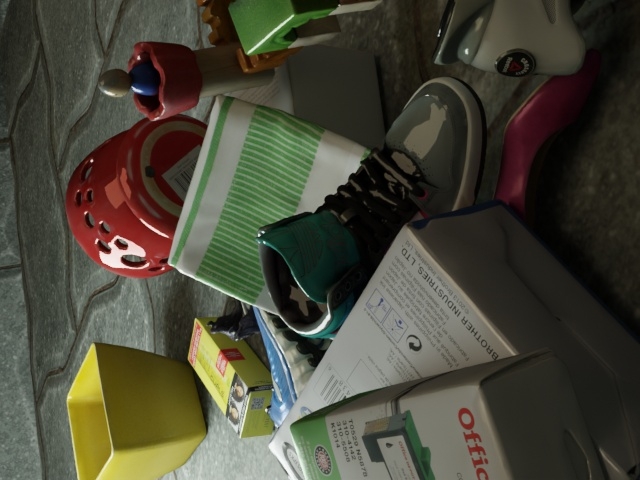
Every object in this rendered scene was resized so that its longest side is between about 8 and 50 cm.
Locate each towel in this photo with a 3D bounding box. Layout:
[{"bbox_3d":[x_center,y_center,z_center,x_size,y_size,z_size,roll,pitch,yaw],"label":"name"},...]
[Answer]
[{"bbox_3d":[0.000,0.000,0.983,0.038,0.325,0.248,-51,-15,-60],"label":"towel"}]

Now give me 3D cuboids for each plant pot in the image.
[{"bbox_3d":[-0.325,0.319,1.583,0.212,0.187,0.212,-55,45,43],"label":"plant pot"},{"bbox_3d":[-0.210,-0.064,1.141,0.174,0.191,0.191,-30,63,50],"label":"plant pot"}]

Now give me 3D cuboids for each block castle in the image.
[{"bbox_3d":[-0.091,-0.318,0.819,0.453,0.213,0.303,-19,89,58],"label":"block castle"}]

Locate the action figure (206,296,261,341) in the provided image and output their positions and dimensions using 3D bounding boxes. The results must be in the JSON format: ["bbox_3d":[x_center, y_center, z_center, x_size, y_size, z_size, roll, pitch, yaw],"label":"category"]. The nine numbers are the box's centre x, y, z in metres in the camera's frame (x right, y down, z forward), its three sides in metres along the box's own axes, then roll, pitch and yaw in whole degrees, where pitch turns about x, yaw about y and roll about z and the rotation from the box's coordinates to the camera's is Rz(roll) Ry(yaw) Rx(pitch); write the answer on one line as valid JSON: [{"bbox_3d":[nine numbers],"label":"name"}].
[{"bbox_3d":[-0.136,0.010,1.332,0.164,0.141,0.276,-26,82,59],"label":"action figure"}]

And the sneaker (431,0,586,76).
[{"bbox_3d":[0.205,-0.282,0.809,0.122,0.146,0.330,102,-177,-69],"label":"sneaker"}]

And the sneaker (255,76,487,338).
[{"bbox_3d":[0.031,-0.018,0.834,0.124,0.178,0.295,42,125,32],"label":"sneaker"}]

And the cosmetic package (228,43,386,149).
[{"bbox_3d":[-0.027,-0.105,1.148,0.224,0.138,0.225,-27,67,56],"label":"cosmetic package"}]

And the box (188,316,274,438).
[{"bbox_3d":[-0.139,0.210,1.399,0.232,0.058,0.087,43,126,52],"label":"box"}]

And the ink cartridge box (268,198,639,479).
[{"bbox_3d":[0.115,0.198,0.826,0.270,0.151,0.395,51,131,28],"label":"ink cartridge box"}]

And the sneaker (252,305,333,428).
[{"bbox_3d":[-0.030,0.172,1.148,0.147,0.130,0.330,-55,44,39],"label":"sneaker"}]

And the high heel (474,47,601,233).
[{"bbox_3d":[0.210,-0.055,0.829,0.117,0.082,0.244,43,116,16],"label":"high heel"}]

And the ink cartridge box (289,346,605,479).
[{"bbox_3d":[0.094,0.185,0.666,0.219,0.092,0.160,-27,79,49],"label":"ink cartridge box"}]
